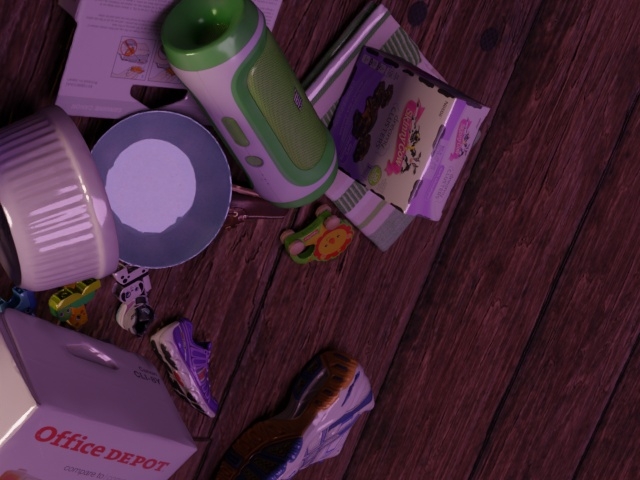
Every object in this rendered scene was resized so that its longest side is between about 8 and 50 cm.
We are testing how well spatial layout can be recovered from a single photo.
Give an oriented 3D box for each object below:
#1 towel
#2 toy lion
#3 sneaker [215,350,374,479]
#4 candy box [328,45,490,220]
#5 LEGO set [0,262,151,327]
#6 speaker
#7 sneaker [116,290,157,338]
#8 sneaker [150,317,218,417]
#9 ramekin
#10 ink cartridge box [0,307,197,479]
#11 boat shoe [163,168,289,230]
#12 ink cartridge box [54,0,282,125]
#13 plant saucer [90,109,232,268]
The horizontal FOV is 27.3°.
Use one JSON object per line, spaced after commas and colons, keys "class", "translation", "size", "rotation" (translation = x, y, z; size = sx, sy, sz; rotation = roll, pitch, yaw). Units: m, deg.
{"class": "towel", "translation": [0.084, -0.157, 1.866], "size": [0.248, 0.038, 0.325], "rotation": [-50, 136, -3]}
{"class": "toy lion", "translation": [0.000, 0.000, 1.885], "size": [0.100, 0.034, 0.096], "rotation": [-35, 144, -6]}
{"class": "sneaker", "translation": [-0.027, 0.310, 1.982], "size": [0.296, 0.112, 0.131], "rotation": [-45, 134, -9]}
{"class": "candy box", "translation": [0.106, -0.142, 1.725], "size": [0.070, 0.196, 0.165], "rotation": [11, 109, -43]}
{"class": "LEGO set", "translation": [-0.319, 0.089, 1.648], "size": [0.227, 0.087, 0.093], "rotation": [-31, 133, -30]}
{"class": "speaker", "translation": [-0.079, -0.167, 1.597], "size": [0.131, 0.131, 0.296], "rotation": [-44, 139, -10]}
{"class": "sneaker", "translation": [-0.233, 0.081, 1.718], "size": [0.038, 0.069, 0.098], "rotation": [-8, 118, -36]}
{"class": "sneaker", "translation": [-0.171, 0.178, 1.826], "size": [0.071, 0.068, 0.170], "rotation": [-39, 132, -23]}
{"class": "ramekin", "translation": [-0.319, -0.040, 1.493], "size": [0.109, 0.207, 0.207], "rotation": [-22, 126, -21]}
{"class": "ink cartridge box", "translation": [-0.382, 0.294, 1.570], "size": [0.384, 0.160, 0.279], "rotation": [-46, 142, 13]}
{"class": "boat shoe", "translation": [-0.134, -0.049, 1.724], "size": [0.207, 0.073, 0.073], "rotation": [10, 97, -32]}
{"class": "ink cartridge box", "translation": [-0.182, -0.261, 1.578], "size": [0.275, 0.060, 0.239], "rotation": [1, 121, -39]}
{"class": "plant saucer", "translation": [-0.205, -0.064, 1.617], "size": [0.195, 0.037, 0.195], "rotation": [-5, 100, -26]}
